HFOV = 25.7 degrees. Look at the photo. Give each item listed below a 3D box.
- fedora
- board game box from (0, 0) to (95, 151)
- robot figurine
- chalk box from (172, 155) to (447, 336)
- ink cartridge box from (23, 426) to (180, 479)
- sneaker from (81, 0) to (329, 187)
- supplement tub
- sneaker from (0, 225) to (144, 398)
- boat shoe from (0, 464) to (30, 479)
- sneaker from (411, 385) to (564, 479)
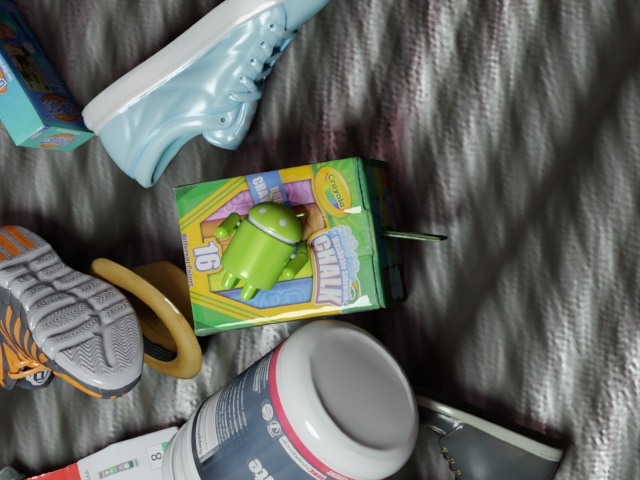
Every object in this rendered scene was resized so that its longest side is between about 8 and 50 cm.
[{"bbox_3d":[-0.199,0.080,1.722,0.194,0.194,0.079,43,59,9],"label":"fedora"},{"bbox_3d":[-0.377,-0.210,1.736,0.047,0.160,0.210,-34,82,11],"label":"board game box"},{"bbox_3d":[-0.064,0.008,1.531,0.101,0.067,0.115,31,96,8],"label":"robot figurine"},{"bbox_3d":[0.000,0.000,1.643,0.289,0.180,0.179,-10,88,11],"label":"chalk box"},{"bbox_3d":[-0.256,0.344,1.712,0.225,0.056,0.181,-15,72,-8],"label":"ink cartridge box"},{"bbox_3d":[-0.107,-0.195,1.700,0.366,0.135,0.150,-33,91,19],"label":"sneaker"},{"bbox_3d":[-0.038,0.228,1.605,0.272,0.191,0.191,-39,81,37],"label":"supplement tub"},{"bbox_3d":[-0.317,0.127,1.707,0.321,0.125,0.180,41,137,39],"label":"sneaker"},{"bbox_3d":[-0.470,0.426,1.793,0.335,0.121,0.119,-45,74,-2],"label":"boat shoe"},{"bbox_3d":[0.163,0.255,1.655,0.222,0.083,0.118,22,95,11],"label":"sneaker"}]
